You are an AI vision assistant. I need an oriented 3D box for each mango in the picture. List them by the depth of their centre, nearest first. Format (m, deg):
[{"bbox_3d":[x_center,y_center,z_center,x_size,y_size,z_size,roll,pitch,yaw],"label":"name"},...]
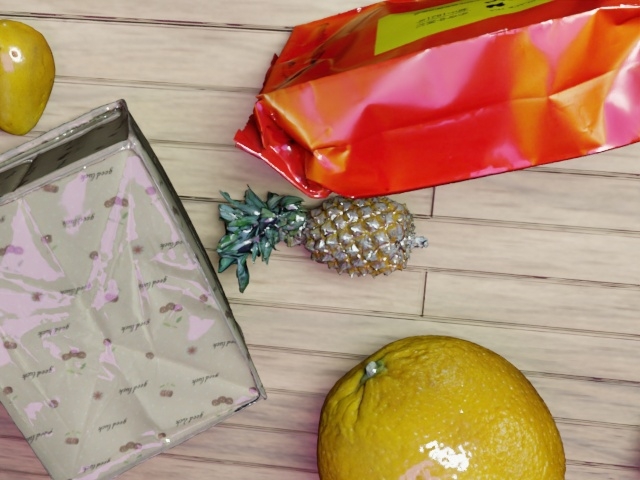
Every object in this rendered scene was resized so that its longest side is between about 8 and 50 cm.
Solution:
[{"bbox_3d":[-0.303,-0.159,0.826,0.080,0.060,0.114,4,123,10],"label":"mango"}]

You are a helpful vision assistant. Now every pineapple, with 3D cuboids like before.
[{"bbox_3d":[0.000,0.000,0.855,0.221,0.083,0.103,3,119,10],"label":"pineapple"}]

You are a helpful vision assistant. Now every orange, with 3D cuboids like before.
[{"bbox_3d":[0.121,0.224,0.879,0.264,0.264,0.264,4,120,7],"label":"orange"}]

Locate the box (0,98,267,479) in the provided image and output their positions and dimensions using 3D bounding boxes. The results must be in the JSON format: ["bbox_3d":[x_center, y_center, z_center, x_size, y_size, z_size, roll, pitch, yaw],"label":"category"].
[{"bbox_3d":[-0.219,0.053,0.827,0.225,0.190,0.297,-26,115,-5],"label":"box"}]

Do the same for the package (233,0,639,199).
[{"bbox_3d":[0.147,-0.146,0.687,0.423,0.196,0.123,-13,121,14],"label":"package"}]
